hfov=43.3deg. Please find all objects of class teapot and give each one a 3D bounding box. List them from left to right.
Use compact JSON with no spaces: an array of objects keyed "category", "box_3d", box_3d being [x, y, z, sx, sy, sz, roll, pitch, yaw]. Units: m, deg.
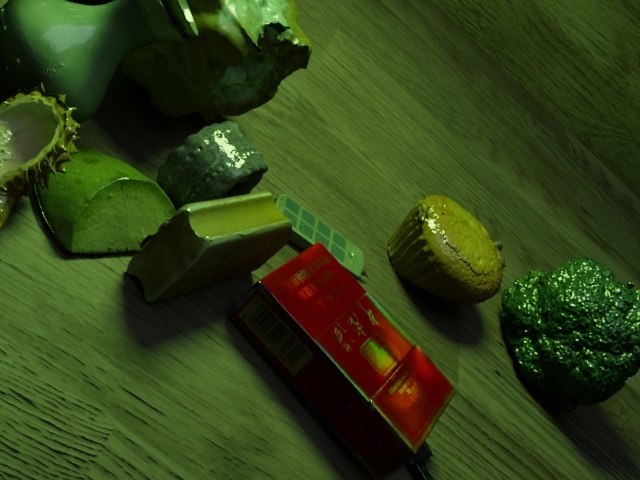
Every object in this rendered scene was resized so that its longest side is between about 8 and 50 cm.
[{"category":"teapot","box_3d":[-0.298,-0.273,1.090,0.183,0.250,0.184,-23,90,-87]}]

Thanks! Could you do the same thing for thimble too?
[{"category":"thimble","box_3d":[-0.159,-0.096,1.179,0.098,0.150,0.150,49,30,6]}]

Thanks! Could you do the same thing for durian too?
[{"category":"durian","box_3d":[-0.359,-0.086,0.974,0.078,0.140,0.224,77,16,-56]}]

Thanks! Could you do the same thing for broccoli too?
[{"category":"broccoli","box_3d":[0.531,0.184,1.649,0.283,0.303,0.321,58,11,-57]}]

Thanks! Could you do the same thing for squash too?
[{"category":"squash","box_3d":[-0.279,-0.078,1.063,0.191,0.085,0.184,-3,57,-55]}]

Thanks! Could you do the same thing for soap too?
[{"category":"soap","box_3d":[-0.135,0.002,1.097,0.073,0.140,0.232,57,31,10]}]

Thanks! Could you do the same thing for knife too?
[{"category":"knife","box_3d":[0.139,0.305,1.210,0.072,0.019,0.245,4,48,-50]}]

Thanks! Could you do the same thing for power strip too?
[{"category":"power strip","box_3d":[0.000,0.000,1.383,0.226,0.029,0.080,36,31,-20]}]

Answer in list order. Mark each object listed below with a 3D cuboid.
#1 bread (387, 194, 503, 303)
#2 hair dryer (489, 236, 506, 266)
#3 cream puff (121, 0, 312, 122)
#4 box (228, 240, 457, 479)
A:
[{"category":"bread","box_3d":[0.248,0.027,1.559,0.239,0.139,0.240,32,33,-24]},{"category":"hair dryer","box_3d":[0.385,0.020,1.834,0.117,0.064,0.181,56,25,14]},{"category":"cream puff","box_3d":[-0.193,-0.347,1.306,0.323,0.269,0.275,-10,79,-65]},{"category":"box","box_3d":[0.039,0.163,1.167,0.313,0.089,0.197,47,29,5]}]
